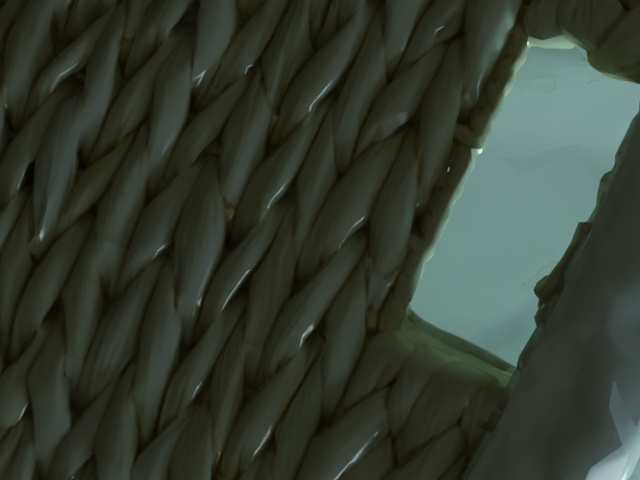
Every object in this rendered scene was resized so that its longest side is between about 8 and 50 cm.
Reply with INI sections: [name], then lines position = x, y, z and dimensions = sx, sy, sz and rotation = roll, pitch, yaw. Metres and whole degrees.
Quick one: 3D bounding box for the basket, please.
[basket]
position = 0.037, -0.021, 0.532
dimensions = 0.328, 0.266, 0.331
rotation = -65, 160, 1
